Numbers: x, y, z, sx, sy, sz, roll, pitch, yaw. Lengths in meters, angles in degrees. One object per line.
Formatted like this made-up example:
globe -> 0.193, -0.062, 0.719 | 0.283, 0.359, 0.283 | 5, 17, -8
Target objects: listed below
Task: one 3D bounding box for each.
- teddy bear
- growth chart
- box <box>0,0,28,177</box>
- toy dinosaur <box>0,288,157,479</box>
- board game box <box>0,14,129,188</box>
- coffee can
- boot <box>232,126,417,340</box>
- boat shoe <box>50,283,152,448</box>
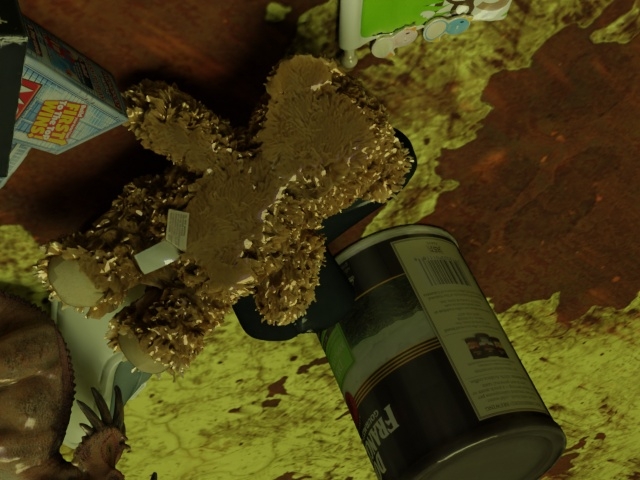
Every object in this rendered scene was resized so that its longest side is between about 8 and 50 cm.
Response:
teddy bear -> -0.087, -0.023, 0.909 | 0.245, 0.113, 0.338 | 31, 105, -6
growth chart -> 0.121, -0.235, 0.896 | 0.237, 0.021, 0.172 | -20, 146, -5
box -> -0.272, -0.154, 0.550 | 0.184, 0.261, 0.103 | -5, 141, -25
toy dinosaur -> -0.275, 0.145, 0.995 | 0.200, 0.296, 0.127 | -13, 178, -8
board game box -> -0.259, -0.102, 0.805 | 0.194, 0.060, 0.194 | 15, 129, -42
coffee can -> 0.121, 0.150, 1.178 | 0.201, 0.275, 0.202 | -16, 144, -12
boot -> 0.000, 0.000, 1.063 | 0.246, 0.094, 0.207 | -22, 142, 8
boat shoe -> -0.205, 0.082, 1.072 | 0.099, 0.116, 0.319 | -40, 162, -52
